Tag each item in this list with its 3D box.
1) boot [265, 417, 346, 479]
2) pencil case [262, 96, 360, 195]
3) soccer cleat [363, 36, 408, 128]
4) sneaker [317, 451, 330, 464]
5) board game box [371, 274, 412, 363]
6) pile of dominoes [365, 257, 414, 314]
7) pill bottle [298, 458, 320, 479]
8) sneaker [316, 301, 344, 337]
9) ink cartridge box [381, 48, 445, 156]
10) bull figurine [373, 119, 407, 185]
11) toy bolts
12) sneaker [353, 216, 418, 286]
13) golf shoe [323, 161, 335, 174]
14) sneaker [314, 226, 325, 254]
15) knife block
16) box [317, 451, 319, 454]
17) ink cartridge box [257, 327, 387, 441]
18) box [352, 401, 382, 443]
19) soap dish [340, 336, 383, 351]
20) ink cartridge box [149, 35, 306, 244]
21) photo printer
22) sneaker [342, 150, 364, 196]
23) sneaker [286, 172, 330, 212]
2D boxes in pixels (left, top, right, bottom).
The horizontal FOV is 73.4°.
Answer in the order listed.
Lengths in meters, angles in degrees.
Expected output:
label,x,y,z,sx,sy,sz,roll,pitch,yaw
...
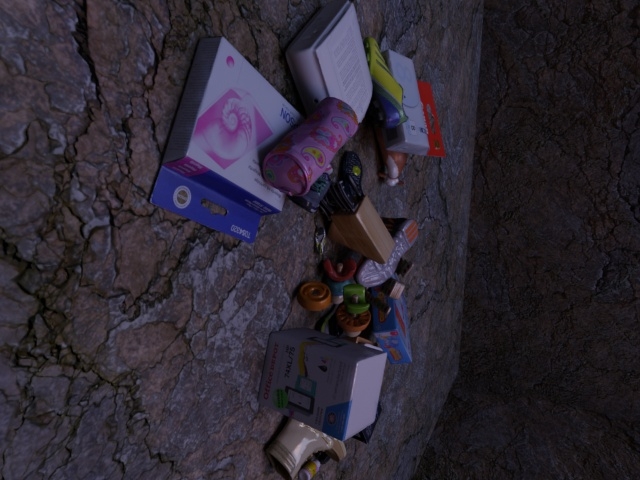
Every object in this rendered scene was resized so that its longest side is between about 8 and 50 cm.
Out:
label,x,y,z,sx,sy,sz,roll,pitch,yaw
boot,-0.040,0.636,1.292,0.203,0.095,0.262,-50,118,-40
pencil case,-0.014,-0.217,0.977,0.284,0.124,0.124,-56,142,-41
soccer cleat,0.191,-0.482,1.316,0.121,0.093,0.290,-12,85,-16
sneaker,0.038,0.728,1.523,0.170,0.051,0.089,-32,146,-52
board game box,0.275,0.281,1.677,0.308,0.086,0.302,61,25,-48
pile of dominoes,0.215,0.134,1.506,0.040,0.251,0.196,25,91,-20
pill bottle,-0.035,0.769,1.440,0.083,0.043,0.044,-10,107,-59
sneaker,0.077,0.266,1.427,0.234,0.097,0.084,-41,133,-48
ink cartridge box,0.342,-0.458,1.498,0.384,0.091,0.309,-5,83,-44
bull figurine,0.268,-0.349,1.573,0.189,0.101,0.311,-61,146,-35
toy bolts,0.035,0.180,1.306,0.229,0.218,0.159,-95,-173,-53
sneaker,0.182,0.033,1.473,0.321,0.180,0.125,-41,123,-30
golf shoe,-0.028,-0.210,1.150,0.086,0.067,0.186,-54,149,6
sneaker,0.000,0.000,1.289,0.035,0.031,0.084,-29,129,-70
knife block,0.114,-0.073,1.259,0.088,0.275,0.242,-59,174,-32
box,-0.018,0.636,1.444,0.116,0.029,0.162,-61,146,-30
ink cartridge box,0.006,0.371,1.162,0.197,0.269,0.198,12,88,-59
box,0.167,0.693,1.716,0.158,0.093,0.156,-55,142,-35
soap dish,0.112,0.493,1.537,0.229,0.118,0.291,36,67,-58
ink cartridge box,-0.167,-0.181,0.902,0.324,0.071,0.331,28,73,-60
photo printer,0.041,-0.427,1.146,0.256,0.107,0.308,-62,146,-30
sneaker,0.093,-0.176,1.372,0.069,0.082,0.210,-6,87,-32
sneaker,-0.021,-0.133,1.080,0.098,0.083,0.224,-55,-177,11
